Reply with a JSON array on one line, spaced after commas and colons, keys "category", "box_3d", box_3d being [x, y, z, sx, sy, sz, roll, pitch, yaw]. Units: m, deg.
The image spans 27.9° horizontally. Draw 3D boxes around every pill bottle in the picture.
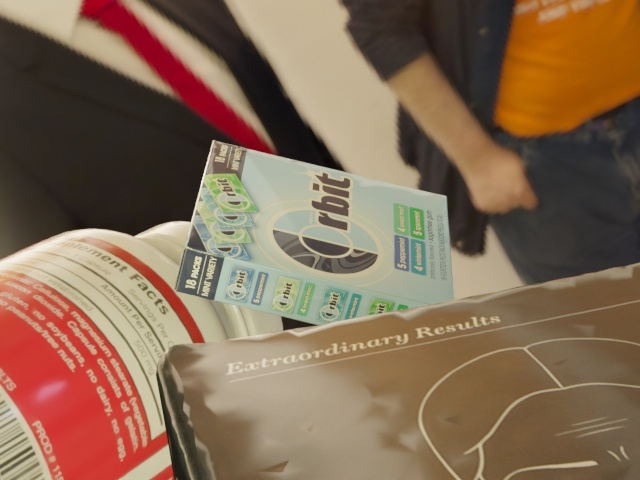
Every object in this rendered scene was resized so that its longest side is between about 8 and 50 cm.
[{"category": "pill bottle", "box_3d": [-0.208, 0.127, 0.942, 0.229, 0.229, 0.407, -18, 8, 37]}]

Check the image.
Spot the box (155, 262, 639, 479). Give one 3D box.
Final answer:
[{"category": "box", "box_3d": [0.126, 0.185, 0.441, 0.293, 0.212, 0.395, -10, 25, -11]}]

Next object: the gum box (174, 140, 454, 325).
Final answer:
[{"category": "gum box", "box_3d": [0.000, 0.000, 0.916, 0.184, 0.041, 0.157, 13, 31, -4]}]
